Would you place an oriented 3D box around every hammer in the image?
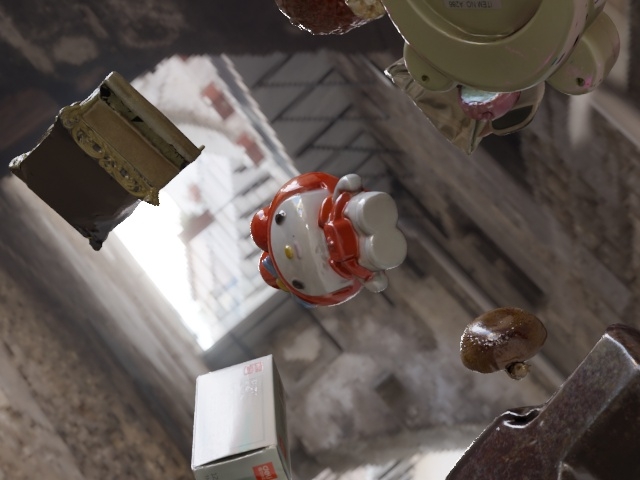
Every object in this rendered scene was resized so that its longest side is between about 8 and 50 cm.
[{"bbox_3d":[0.175,0.243,0.599,0.095,0.409,0.242,30,-72,-35],"label":"hammer"}]

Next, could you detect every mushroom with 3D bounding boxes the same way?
[{"bbox_3d":[0.257,0.145,1.763,0.127,0.127,0.087,-30,-66,-24],"label":"mushroom"}]

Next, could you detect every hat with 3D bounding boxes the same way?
[{"bbox_3d":[0.241,-0.273,2.046,0.226,0.164,0.219,-35,-58,18],"label":"hat"}]

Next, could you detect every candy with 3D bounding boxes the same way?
[{"bbox_3d":[0.267,-0.235,1.965,0.103,0.103,0.043,-41,-49,-3],"label":"candy"}]

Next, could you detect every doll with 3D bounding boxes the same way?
[{"bbox_3d":[0.000,0.000,1.456,0.130,0.161,0.290,-21,6,-29],"label":"doll"}]

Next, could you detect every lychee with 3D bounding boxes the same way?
[{"bbox_3d":[0.037,-0.495,2.133,0.300,0.255,0.255,-39,-23,20],"label":"lychee"}]

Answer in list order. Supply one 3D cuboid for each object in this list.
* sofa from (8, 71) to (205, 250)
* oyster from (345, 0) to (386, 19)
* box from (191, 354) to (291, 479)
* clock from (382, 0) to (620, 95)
[{"bbox_3d":[-0.316,-0.134,1.880,0.258,0.200,0.182,-30,21,53],"label":"sofa"},{"bbox_3d":[0.063,-0.466,1.727,0.094,0.166,0.294,-7,-62,-58],"label":"oyster"},{"bbox_3d":[-0.121,0.285,1.882,0.135,0.269,0.079,-17,-66,4],"label":"box"},{"bbox_3d":[0.171,-0.298,1.259,0.114,0.284,0.309,-49,-48,-42],"label":"clock"}]
